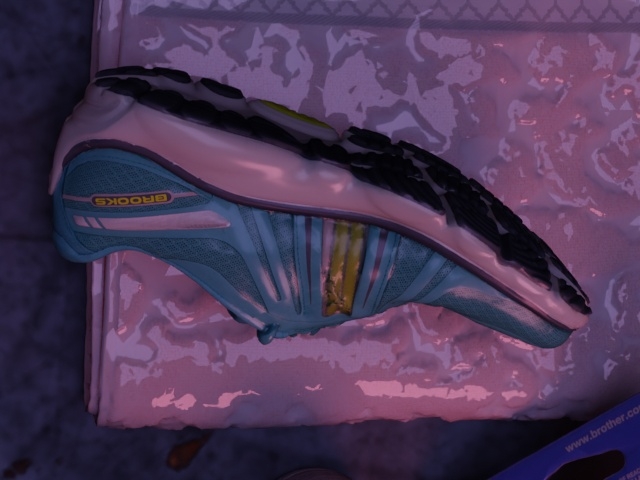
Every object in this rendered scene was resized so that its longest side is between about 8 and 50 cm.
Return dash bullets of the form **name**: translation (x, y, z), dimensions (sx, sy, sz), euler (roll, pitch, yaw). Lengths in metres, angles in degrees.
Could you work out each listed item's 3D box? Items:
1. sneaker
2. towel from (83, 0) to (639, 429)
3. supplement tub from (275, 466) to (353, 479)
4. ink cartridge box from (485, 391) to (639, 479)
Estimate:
- **sneaker**: translation (0.000, 0.000, 0.910), dimensions (0.275, 0.107, 0.110), euler (19, 109, -9)
- **towel**: translation (0.043, -0.057, 0.979), dimensions (0.332, 0.053, 0.317), euler (0, 94, -14)
- **supplement tub**: translation (0.008, 0.161, 0.957), dimensions (0.071, 0.107, 0.071), euler (-1, 95, -14)
- **ink cartridge box**: translation (0.199, 0.239, 0.947), dimensions (0.186, 0.065, 0.311), euler (-35, 70, 25)
